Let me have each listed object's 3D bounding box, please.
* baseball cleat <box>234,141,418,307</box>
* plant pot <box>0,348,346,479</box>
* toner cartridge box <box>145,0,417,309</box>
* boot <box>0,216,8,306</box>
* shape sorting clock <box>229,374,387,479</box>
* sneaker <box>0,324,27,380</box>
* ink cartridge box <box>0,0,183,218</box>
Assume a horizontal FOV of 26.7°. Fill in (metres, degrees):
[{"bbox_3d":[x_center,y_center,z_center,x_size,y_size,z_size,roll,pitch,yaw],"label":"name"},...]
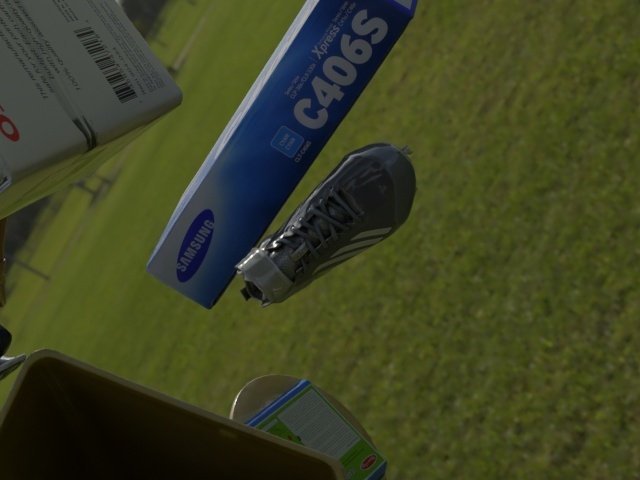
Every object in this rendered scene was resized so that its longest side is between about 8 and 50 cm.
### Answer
[{"bbox_3d":[0.000,0.000,1.070,0.109,0.072,0.206,-39,-5,-38],"label":"baseball cleat"},{"bbox_3d":[-0.118,0.223,0.870,0.187,0.212,0.212,91,-160,-69],"label":"plant pot"},{"bbox_3d":[-0.031,-0.114,1.210,0.347,0.075,0.165,-54,9,30],"label":"toner cartridge box"},{"bbox_3d":[-0.406,0.006,1.642,0.073,0.152,0.197,-9,15,29],"label":"boot"},{"bbox_3d":[-0.012,0.233,1.447,0.040,0.206,0.206,-51,14,31],"label":"shape sorting clock"},{"bbox_3d":[-0.292,0.121,0.991,0.153,0.099,0.282,-42,20,-8],"label":"sneaker"},{"bbox_3d":[-0.234,-0.120,0.897,0.115,0.198,0.273,-34,3,22],"label":"ink cartridge box"}]
